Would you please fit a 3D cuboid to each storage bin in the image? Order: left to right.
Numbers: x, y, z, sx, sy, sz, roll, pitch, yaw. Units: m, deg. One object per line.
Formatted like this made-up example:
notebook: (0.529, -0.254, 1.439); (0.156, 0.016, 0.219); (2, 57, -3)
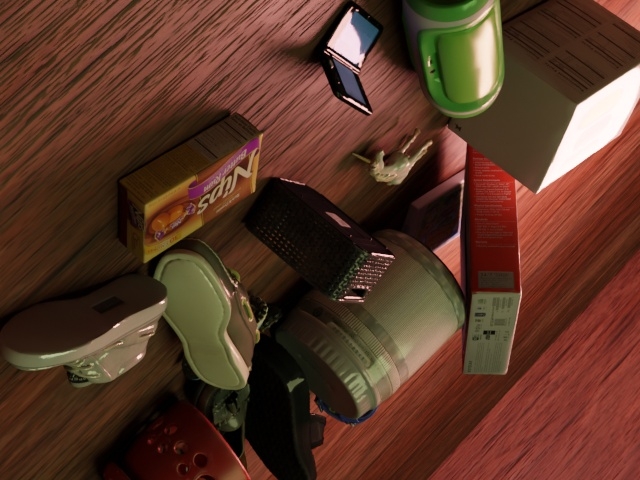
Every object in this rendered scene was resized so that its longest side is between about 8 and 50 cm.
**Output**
storage bin: (0.000, 0.000, 1.650); (0.084, 0.180, 0.122); (-56, 157, 12)

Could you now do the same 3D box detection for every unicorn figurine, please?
unicorn figurine: (0.120, -0.123, 1.839); (0.111, 0.060, 0.162); (-47, 157, -9)

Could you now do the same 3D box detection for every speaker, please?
speaker: (0.186, -0.283, 1.630); (0.131, 0.131, 0.296); (-46, 157, -9)

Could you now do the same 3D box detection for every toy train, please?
toy train: (-0.119, 0.152, 1.868); (0.158, 0.027, 0.036); (-37, 158, -27)

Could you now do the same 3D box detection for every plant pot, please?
plant pot: (-0.219, 0.368, 1.808); (0.174, 0.191, 0.191); (-39, 155, -20)

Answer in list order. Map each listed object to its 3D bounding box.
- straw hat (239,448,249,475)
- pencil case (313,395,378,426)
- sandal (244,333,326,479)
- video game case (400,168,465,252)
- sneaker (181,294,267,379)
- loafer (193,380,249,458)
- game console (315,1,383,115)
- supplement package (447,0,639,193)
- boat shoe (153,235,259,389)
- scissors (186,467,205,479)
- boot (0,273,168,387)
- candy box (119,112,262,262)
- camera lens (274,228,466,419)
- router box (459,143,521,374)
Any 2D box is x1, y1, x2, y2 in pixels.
straw hat: (-0.168, 0.387, 2.056); (0.061, 0.144, 0.144); (-13, 145, -16)
pencil case: (0.092, 0.246, 2.200); (0.306, 0.119, 0.133); (-29, 123, -68)
sandal: (-0.047, 0.300, 2.048); (0.107, 0.167, 0.446); (-38, 154, -25)
video game case: (0.216, -0.038, 2.201); (0.212, 0.023, 0.193); (-32, 152, -37)
sneaker: (-0.140, 0.158, 1.793); (0.162, 0.063, 0.073); (-41, 159, -21)
loafer: (-0.145, 0.276, 1.903); (0.096, 0.084, 0.267); (-37, 161, -23)
game console: (0.051, -0.232, 1.535); (0.071, 0.107, 0.122); (-26, 164, 19)
supplement package: (0.385, -0.250, 1.955); (0.262, 0.198, 0.199); (-32, 152, -37)
boat shoe: (-0.150, 0.088, 1.620); (0.305, 0.109, 0.091); (77, 27, -50)
scissors: (-0.230, 0.404, 2.061); (0.109, 0.021, 0.297); (-46, 158, -11)
boot: (-0.287, 0.133, 1.432); (0.258, 0.095, 0.123); (-21, 137, -52)
candy box: (-0.156, -0.065, 1.428); (0.186, 0.053, 0.109); (-34, 152, -32)
camera lens: (0.088, 0.133, 1.971); (0.274, 0.219, 0.219); (-42, 156, -20)
router box: (0.293, 0.035, 2.084); (0.335, 0.082, 0.301); (83, 9, -60)
